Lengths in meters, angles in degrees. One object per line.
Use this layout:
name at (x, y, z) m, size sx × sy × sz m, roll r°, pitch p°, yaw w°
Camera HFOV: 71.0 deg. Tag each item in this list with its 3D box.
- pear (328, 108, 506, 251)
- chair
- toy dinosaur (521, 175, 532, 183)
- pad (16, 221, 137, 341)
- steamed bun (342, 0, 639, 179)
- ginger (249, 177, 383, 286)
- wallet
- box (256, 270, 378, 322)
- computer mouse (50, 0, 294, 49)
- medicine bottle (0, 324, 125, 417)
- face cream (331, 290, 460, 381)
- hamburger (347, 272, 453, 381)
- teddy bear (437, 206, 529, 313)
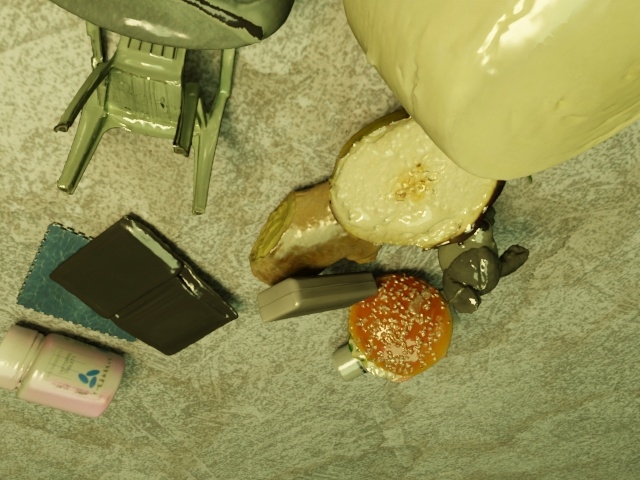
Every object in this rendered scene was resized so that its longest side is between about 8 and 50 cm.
pear at (0.137, -0.125, 0.696) m, size 0.267 × 0.177 × 0.266 m, roll -2°, pitch 137°, yaw -2°
chair at (-0.225, -0.206, 0.601) m, size 0.204 × 0.274 × 0.190 m, roll 8°, pitch 152°, yaw -13°
toy dinosaur at (0.376, -0.145, 0.808) m, size 0.060 × 0.029 × 0.119 m, roll -36°, pitch 125°, yaw 9°
pad at (-0.471, 0.104, 0.949) m, size 0.269 × 0.012 × 0.269 m, roll 26°, pitch 123°, yaw -24°
steamed bun at (0.248, -0.310, 0.433) m, size 0.290 × 0.371 × 0.455 m, roll 8°, pitch 130°, yaw -32°
ginger at (0.000, 0.000, 0.830) m, size 0.222 × 0.130 × 0.275 m, roll 15°, pitch 131°, yaw -25°
wallet at (-0.353, 0.112, 0.932) m, size 0.247 × 0.041 × 0.323 m, roll -32°, pitch 122°, yaw 19°
box at (0.002, 0.099, 0.827) m, size 0.103 × 0.055 × 0.244 m, roll -30°, pitch 161°, yaw 35°
computer mouse at (-0.211, -0.326, 0.489) m, size 0.374 × 0.203 × 0.114 m, roll 22°, pitch 166°, yaw -19°
medicine bottle at (-0.591, 0.292, 1.007) m, size 0.255 × 0.151 × 0.152 m, roll 31°, pitch 121°, yaw -26°
face cream at (0.178, 0.236, 1.075) m, size 0.315 × 0.089 × 0.143 m, roll -29°, pitch 126°, yaw 8°
hamburger at (0.167, 0.181, 0.950) m, size 0.237 × 0.147 × 0.236 m, roll 1°, pitch 98°, yaw 10°
teddy bear at (0.269, -0.005, 0.793) m, size 0.171 × 0.250 × 0.144 m, roll -11°, pitch 133°, yaw -15°
